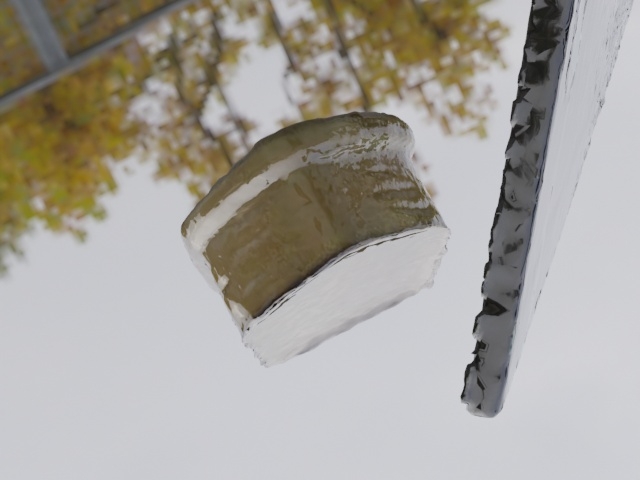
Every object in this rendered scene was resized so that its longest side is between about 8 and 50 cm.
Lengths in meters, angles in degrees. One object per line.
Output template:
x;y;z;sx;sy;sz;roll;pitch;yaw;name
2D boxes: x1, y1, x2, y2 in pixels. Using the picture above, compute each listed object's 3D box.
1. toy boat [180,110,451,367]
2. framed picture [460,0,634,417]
0.000;0.000;0.841;0.116;0.061;0.188;-25;166;-4;toy boat
0.087;-0.134;0.471;0.013;0.244;0.324;12;-153;11;framed picture
